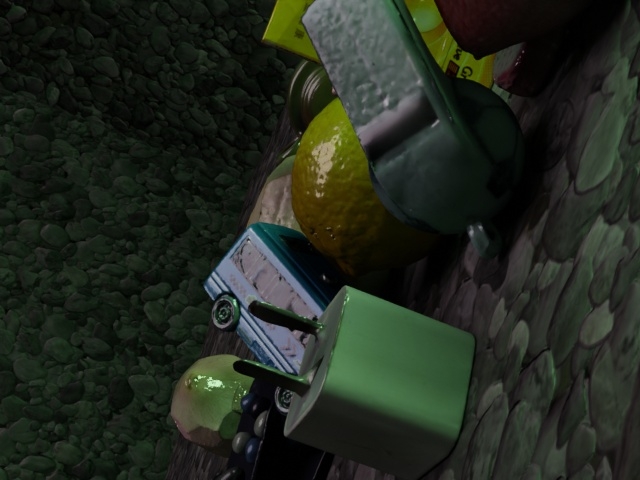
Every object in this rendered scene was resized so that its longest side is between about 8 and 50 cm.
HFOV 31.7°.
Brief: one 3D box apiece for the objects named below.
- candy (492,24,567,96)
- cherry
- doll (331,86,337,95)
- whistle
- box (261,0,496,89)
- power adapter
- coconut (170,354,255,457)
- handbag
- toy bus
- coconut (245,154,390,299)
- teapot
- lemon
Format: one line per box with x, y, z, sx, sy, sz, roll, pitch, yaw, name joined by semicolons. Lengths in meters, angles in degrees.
0.211;-0.196;1.138;0.103;0.043;0.103;-159;90;-81;candy
0.188;-0.300;1.029;0.206;0.239;0.239;-33;-8;-25;cherry
0.112;-0.230;1.454;0.262;0.093;0.211;-8;54;42;doll
0.105;-0.112;1.085;0.290;0.163;0.163;66;155;16;whistle
0.082;-0.251;1.308;0.043;0.269;0.152;-145;77;-81;box
0.021;0.120;1.040;0.125;0.204;0.130;123;167;-56;power adapter
-0.164;0.274;1.884;0.183;0.170;0.171;49;-128;-52;coconut
-0.086;0.326;1.545;0.325;0.118;0.269;161;128;-81;handbag
-0.016;0.096;1.271;0.246;0.113;0.134;47;111;35;toy bus
0.000;0.000;1.479;0.237;0.197;0.237;-162;90;-87;coconut
0.029;-0.208;1.764;0.267;0.185;0.175;-43;8;10;teapot
0.066;-0.070;1.246;0.192;0.192;0.231;-127;57;-80;lemon
